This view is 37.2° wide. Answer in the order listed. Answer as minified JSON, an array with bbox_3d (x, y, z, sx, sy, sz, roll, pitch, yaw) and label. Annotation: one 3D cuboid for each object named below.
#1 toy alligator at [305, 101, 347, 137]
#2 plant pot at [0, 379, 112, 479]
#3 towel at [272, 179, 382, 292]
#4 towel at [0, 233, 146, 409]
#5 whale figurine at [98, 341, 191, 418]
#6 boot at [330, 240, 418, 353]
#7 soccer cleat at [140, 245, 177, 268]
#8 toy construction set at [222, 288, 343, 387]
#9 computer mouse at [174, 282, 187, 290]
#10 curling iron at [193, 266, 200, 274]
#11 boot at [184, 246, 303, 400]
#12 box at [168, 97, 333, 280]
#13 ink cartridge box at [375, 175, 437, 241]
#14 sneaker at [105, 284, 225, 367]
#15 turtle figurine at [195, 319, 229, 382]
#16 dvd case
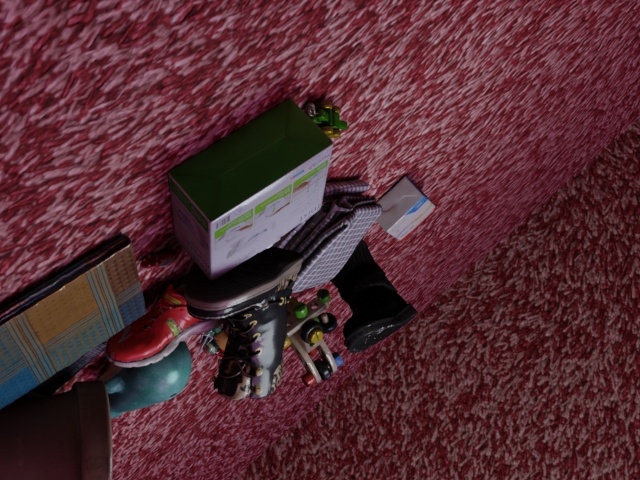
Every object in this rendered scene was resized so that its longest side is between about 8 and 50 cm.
[{"bbox_3d":[-0.005,-0.221,1.718,0.051,0.056,0.190,-4,175,22],"label":"toy alligator"},{"bbox_3d":[-0.520,0.398,1.784,0.229,0.263,0.263,0,145,-21],"label":"plant pot"},{"bbox_3d":[0.000,0.000,2.125,0.283,0.121,0.235,-50,161,24],"label":"towel"},{"bbox_3d":[-0.470,0.156,1.631,0.370,0.040,0.271,-35,157,-23],"label":"towel"},{"bbox_3d":[-0.384,0.309,2.021,0.272,0.141,0.216,-47,162,18],"label":"whale figurine"},{"bbox_3d":[0.088,0.134,2.386,0.131,0.260,0.348,-40,170,19],"label":"boot"},{"bbox_3d":[-0.298,0.039,1.750,0.083,0.029,0.035,-30,155,-44],"label":"soccer cleat"},{"bbox_3d":[-0.105,0.223,2.372,0.309,0.257,0.237,-17,140,-3],"label":"toy construction set"},{"bbox_3d":[-0.253,0.124,2.018,0.106,0.042,0.193,-47,161,21],"label":"computer mouse"},{"bbox_3d":[-0.152,-0.001,1.946,0.274,0.035,0.068,-40,161,-1],"label":"curling iron"},{"bbox_3d":[-0.153,0.177,1.856,0.377,0.138,0.284,-32,133,-68],"label":"boot"},{"bbox_3d":[-0.120,-0.083,1.670,0.262,0.127,0.231,-35,162,-20],"label":"box"},{"bbox_3d":[0.220,-0.076,2.469,0.134,0.078,0.231,-44,163,8],"label":"ink cartridge box"},{"bbox_3d":[-0.303,0.144,1.859,0.279,0.107,0.118,-30,142,-32],"label":"sneaker"},{"bbox_3d":[-0.210,0.229,2.249,0.234,0.118,0.175,-34,122,15],"label":"turtle figurine"},{"bbox_3d":[-0.485,0.225,1.818,0.221,0.018,0.164,-41,163,-5],"label":"dvd case"}]
